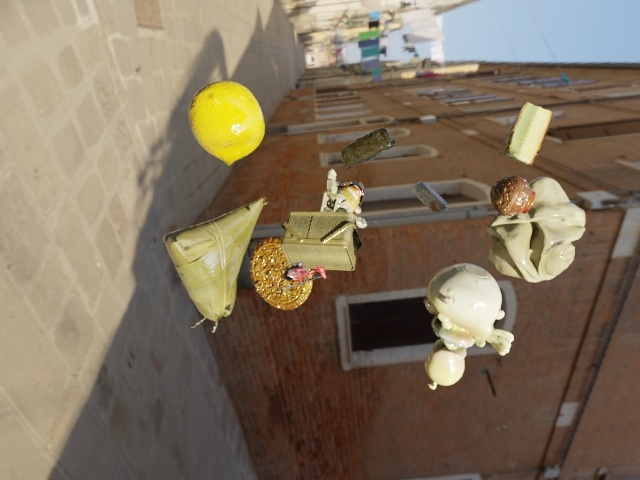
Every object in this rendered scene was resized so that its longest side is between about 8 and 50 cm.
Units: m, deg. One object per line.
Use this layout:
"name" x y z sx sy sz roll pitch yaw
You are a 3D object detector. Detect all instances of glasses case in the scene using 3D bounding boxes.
"glasses case" 0.472 -0.182 2.183 0.178 0.067 0.045 41 37 -10

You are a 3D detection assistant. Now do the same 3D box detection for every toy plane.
"toy plane" -0.046 0.088 1.331 0.037 0.145 0.060 -39 -113 51

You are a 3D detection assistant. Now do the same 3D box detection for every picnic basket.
"picnic basket" 0.000 0.000 1.741 0.165 0.266 0.139 69 28 -54

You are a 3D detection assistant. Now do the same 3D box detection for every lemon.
"lemon" -0.297 -0.380 1.587 0.254 0.228 0.228 58 4 -5

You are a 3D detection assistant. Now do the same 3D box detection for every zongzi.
"zongzi" -0.312 0.107 1.813 0.181 0.418 0.447 28 -40 53

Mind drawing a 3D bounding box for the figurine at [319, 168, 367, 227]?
"figurine" 0.108 -0.183 2.317 0.308 0.143 0.309 27 60 -59

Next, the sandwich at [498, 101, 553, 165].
"sandwich" 0.666 -0.314 1.691 0.220 0.108 0.186 -62 170 -20

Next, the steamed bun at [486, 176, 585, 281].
"steamed bun" 0.783 0.001 1.810 0.342 0.367 0.255 42 10 -42

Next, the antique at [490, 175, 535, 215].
"antique" 0.464 -0.109 1.237 0.104 0.104 0.104 -6 90 -89

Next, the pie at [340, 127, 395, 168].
"pie" 0.237 -0.470 2.572 0.129 0.282 0.068 64 5 6

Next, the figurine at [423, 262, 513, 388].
"figurine" 0.402 0.270 1.446 0.274 0.226 0.395 32 -61 39

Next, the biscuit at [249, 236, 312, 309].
"biscuit" -0.164 0.133 2.016 0.038 0.305 0.306 -21 107 -57
